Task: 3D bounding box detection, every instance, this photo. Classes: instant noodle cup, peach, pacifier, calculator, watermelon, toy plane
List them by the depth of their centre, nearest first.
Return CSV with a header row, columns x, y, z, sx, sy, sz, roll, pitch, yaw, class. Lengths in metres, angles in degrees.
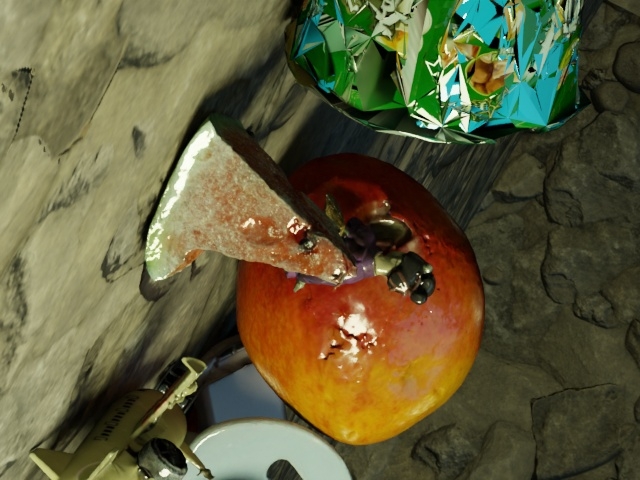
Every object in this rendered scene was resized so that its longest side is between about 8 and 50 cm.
x,y,z,sx,sy,sz,roll,pitch,yaw,class
0.097,-0.201,1.083,0.240,0.240,0.178,-48,155,-53,instant noodle cup
-0.044,-0.037,1.086,0.098,0.158,0.121,-39,129,-65,watermelon
-0.158,0.175,1.205,0.242,0.104,0.256,-48,168,15,toy plane
-0.149,0.163,1.378,0.060,0.037,0.145,-55,180,38,toy plane
0.037,0.056,1.398,0.281,0.238,0.281,4,90,-85,peach
-0.112,0.273,1.429,0.299,0.244,0.233,-31,-147,0,pacifier
-0.081,0.177,1.536,0.100,0.032,0.175,-25,125,-28,calculator

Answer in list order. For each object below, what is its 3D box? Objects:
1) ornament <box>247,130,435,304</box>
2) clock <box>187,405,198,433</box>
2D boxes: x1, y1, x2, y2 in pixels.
x,y,z,sx,sy,sz,roll,pitch,yaw,class
0.000,-0.005,1.197,0.081,0.203,0.088,-61,173,-58,ornament
-0.093,0.170,1.644,0.205,0.051,0.205,-56,167,-20,clock
